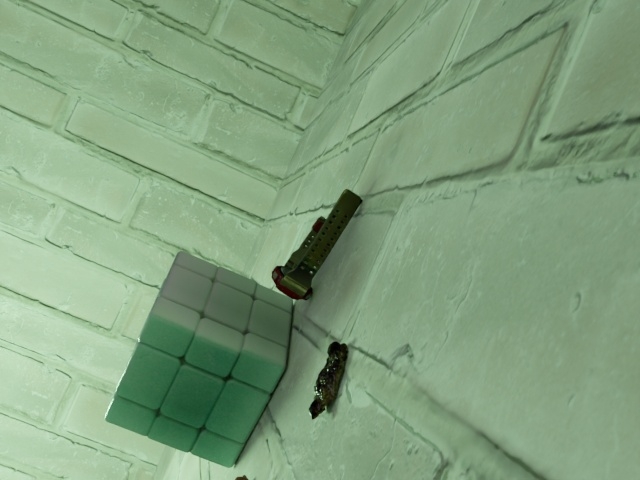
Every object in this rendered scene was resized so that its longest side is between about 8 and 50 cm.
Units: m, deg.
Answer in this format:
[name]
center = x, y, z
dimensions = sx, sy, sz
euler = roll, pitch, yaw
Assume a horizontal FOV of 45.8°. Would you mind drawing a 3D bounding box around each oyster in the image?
[oyster]
center = 0.012, 0.213, 1.174
dimensions = 0.086, 0.029, 0.132
euler = -62, 8, 25

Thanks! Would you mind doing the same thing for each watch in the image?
[watch]
center = -0.004, 0.005, 1.658
dimensions = 0.268, 0.102, 0.165
euler = -57, 8, 5

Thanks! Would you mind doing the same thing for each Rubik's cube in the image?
[Rubik's cube]
center = -0.269, 0.269, 1.758
dimensions = 0.318, 0.316, 0.321
euler = -88, 22, -65

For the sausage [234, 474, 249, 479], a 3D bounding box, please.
[sausage]
center = -0.168, 0.516, 1.432
dimensions = 0.035, 0.030, 0.147
euler = -47, 21, 61
